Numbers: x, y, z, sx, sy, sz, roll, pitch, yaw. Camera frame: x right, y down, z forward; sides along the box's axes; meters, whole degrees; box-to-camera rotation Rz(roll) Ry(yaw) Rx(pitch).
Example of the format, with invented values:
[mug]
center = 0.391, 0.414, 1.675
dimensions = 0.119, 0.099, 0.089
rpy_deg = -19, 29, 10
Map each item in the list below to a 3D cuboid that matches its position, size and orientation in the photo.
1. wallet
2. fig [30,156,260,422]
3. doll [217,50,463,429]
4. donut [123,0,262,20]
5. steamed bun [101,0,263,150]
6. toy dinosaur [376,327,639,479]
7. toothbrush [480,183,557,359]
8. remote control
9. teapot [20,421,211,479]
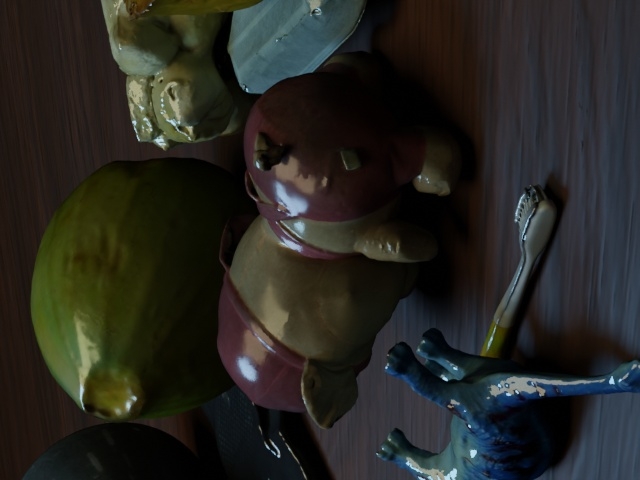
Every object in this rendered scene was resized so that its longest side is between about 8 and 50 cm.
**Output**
[wallet]
center = -0.055, 0.234, 1.599
dimensions = 0.323, 0.041, 0.247
rpy_deg = 64, 157, 20
[fig]
center = -0.153, 0.058, 1.423
dimensions = 0.239, 0.239, 0.271
rpy_deg = 99, -172, -47
[doll]
center = 0.004, 0.001, 1.149
dimensions = 0.196, 0.152, 0.256
rpy_deg = -79, 4, -63
[donut]
center = -0.076, -0.292, 1.128
dimensions = 0.277, 0.108, 0.278
rpy_deg = -177, 90, -72
[steamed bun]
center = -0.110, -0.170, 1.329
dimensions = 0.192, 0.106, 0.177
rpy_deg = -44, -57, -73
[toy dinosaur]
center = 0.106, 0.119, 1.060
dimensions = 0.144, 0.076, 0.329
rpy_deg = 31, 147, 5
[toothbrush]
center = 0.121, 0.067, 1.080
dimensions = 0.288, 0.021, 0.024
rpy_deg = 100, 158, -47
[remote control]
center = -0.018, -0.181, 1.189
dimensions = 0.247, 0.052, 0.104
rpy_deg = 146, 126, -67
[teapot]
center = -0.209, 0.369, 1.704
dimensions = 0.300, 0.253, 0.344
rpy_deg = -64, 20, -3
